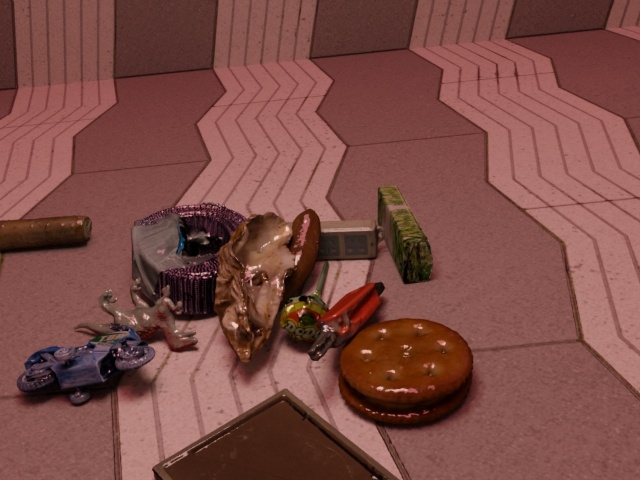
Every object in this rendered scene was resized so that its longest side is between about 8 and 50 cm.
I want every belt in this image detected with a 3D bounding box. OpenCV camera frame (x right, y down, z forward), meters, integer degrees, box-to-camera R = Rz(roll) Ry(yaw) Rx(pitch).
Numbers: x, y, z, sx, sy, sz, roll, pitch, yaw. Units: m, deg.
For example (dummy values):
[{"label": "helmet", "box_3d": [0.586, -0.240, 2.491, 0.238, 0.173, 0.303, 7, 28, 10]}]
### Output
[{"label": "belt", "box_3d": [-0.257, 0.032, 1.530, 0.260, 0.122, 0.325, -5, 31, -13]}]

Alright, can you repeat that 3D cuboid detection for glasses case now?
[{"label": "glasses case", "box_3d": [0.174, -0.020, 1.565, 0.062, 0.095, 0.272, -4, 29, -6]}]

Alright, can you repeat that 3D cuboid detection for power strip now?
[{"label": "power strip", "box_3d": [0.000, 0.000, 1.577, 0.272, 0.078, 0.052, -1, 30, 7]}]

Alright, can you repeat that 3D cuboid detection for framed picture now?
[{"label": "framed picture", "box_3d": [-0.044, 0.342, 1.014, 0.247, 0.022, 0.335, -26, 34, -31]}]

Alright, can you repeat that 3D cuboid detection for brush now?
[{"label": "brush", "box_3d": [0.045, 0.128, 1.283, 0.070, 0.051, 0.323, -20, 8, 24]}]

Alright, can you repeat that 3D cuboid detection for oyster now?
[{"label": "oyster", "box_3d": [-0.127, 0.079, 1.347, 0.110, 0.166, 0.341, -25, 48, 33]}]

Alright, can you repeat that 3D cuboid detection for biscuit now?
[{"label": "biscuit", "box_3d": [0.136, 0.204, 1.193, 0.220, 0.066, 0.220, -4, 27, 2]}]

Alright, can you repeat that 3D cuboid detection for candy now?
[{"label": "candy", "box_3d": [-0.014, 0.100, 1.415, 0.091, 0.083, 0.305, 26, 23, -4]}]

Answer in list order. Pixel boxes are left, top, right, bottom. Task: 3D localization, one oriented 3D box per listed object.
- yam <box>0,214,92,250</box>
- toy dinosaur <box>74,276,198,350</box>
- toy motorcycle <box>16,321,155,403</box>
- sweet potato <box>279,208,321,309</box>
[{"label": "yam", "box_3d": [-0.723, -0.017, 1.746, 0.371, 0.083, 0.083, -3, 28, 7]}, {"label": "toy dinosaur", "box_3d": [-0.352, 0.157, 1.380, 0.242, 0.167, 0.053, -24, -17, 11]}, {"label": "toy motorcycle", "box_3d": [-0.395, 0.202, 1.274, 0.254, 0.092, 0.135, -12, 19, 8]}, {"label": "sweet potato", "box_3d": [-0.049, 0.050, 1.472, 0.077, 0.077, 0.244, 5, 59, 20]}]
